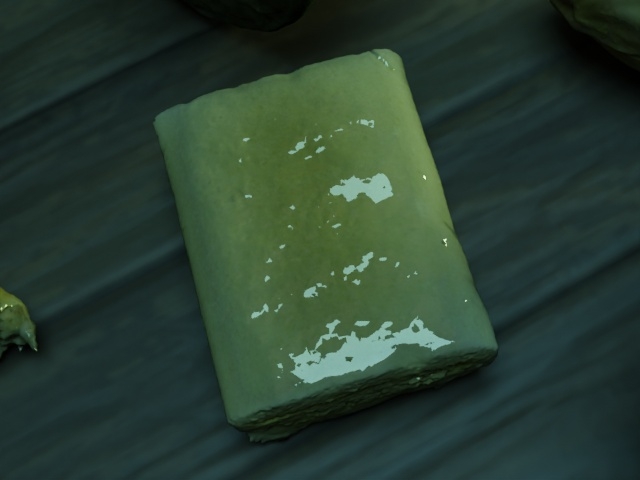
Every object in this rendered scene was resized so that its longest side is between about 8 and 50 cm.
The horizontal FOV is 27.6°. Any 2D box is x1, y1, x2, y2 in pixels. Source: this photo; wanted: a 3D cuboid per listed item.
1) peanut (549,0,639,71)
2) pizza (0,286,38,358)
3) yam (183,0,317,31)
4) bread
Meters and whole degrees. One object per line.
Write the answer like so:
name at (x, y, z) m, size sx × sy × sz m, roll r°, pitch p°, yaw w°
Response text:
peanut at (0.220, -0.126, 0.675) m, size 0.214 × 0.099 × 0.099 m, roll 2°, pitch 65°, yaw 3°
pizza at (-0.290, 0.080, 0.653) m, size 0.292 × 0.058 × 0.197 m, roll -2°, pitch 65°, yaw 6°
yam at (-0.009, -0.271, 0.715) m, size 0.195 × 0.195 × 0.300 m, roll 30°, pitch 70°, yaw 19°
bread at (0.000, 0.000, 0.655) m, size 0.140 × 0.060 × 0.178 m, roll -15°, pitch 64°, yaw 1°
